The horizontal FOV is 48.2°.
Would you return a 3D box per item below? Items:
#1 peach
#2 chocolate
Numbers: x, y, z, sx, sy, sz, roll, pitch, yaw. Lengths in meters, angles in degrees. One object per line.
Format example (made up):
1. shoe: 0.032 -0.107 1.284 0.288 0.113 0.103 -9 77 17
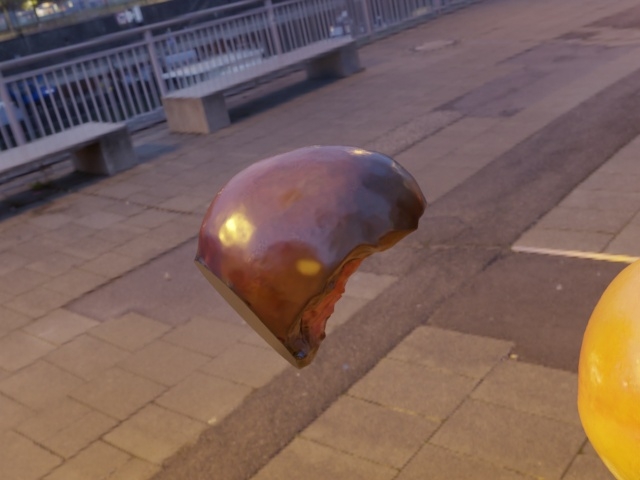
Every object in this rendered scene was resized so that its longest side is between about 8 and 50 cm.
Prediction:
1. peach: 0.183 0.067 0.324 0.138 0.138 0.138 -11 22 4
2. chocolate: 0.000 0.000 0.443 0.133 0.127 0.124 -44 31 -18
